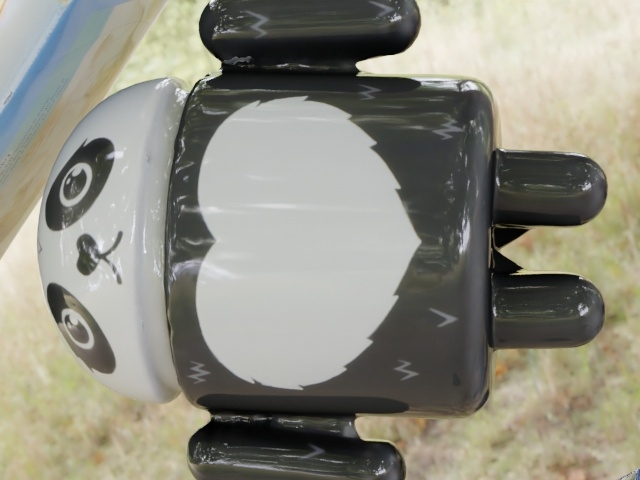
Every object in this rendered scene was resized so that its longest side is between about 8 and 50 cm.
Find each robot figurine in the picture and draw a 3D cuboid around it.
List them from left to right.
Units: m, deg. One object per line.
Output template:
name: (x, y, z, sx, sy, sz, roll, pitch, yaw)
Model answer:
robot figurine: (0.000, 0.002, 0.754, 0.278, 0.174, 0.209, 2, 51, 9)

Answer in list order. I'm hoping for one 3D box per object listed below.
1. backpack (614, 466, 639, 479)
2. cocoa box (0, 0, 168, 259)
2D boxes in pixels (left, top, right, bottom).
backpack: (0.336, 0.289, 1.355, 0.117, 0.173, 0.158, -45, 31, 46)
cocoa box: (-0.271, -0.075, 0.849, 0.347, 0.228, 0.231, -54, 0, 17)
